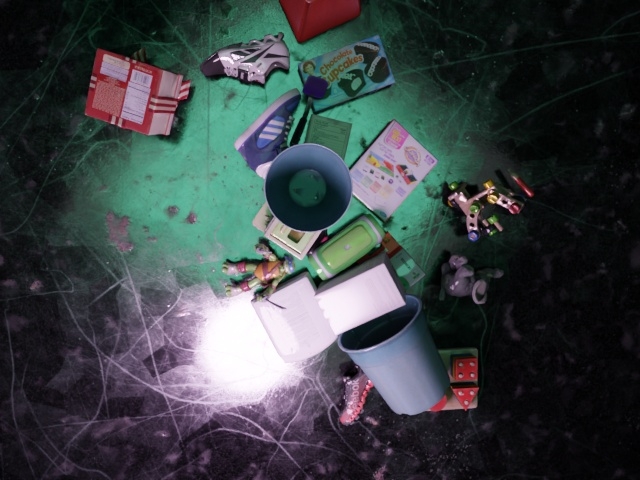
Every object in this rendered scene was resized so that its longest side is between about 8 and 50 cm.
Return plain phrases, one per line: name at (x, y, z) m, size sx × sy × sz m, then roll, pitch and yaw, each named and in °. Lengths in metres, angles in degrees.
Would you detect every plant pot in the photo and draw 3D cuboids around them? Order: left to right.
plant pot at (-0.042, -0.181, 1.637) m, size 0.290 × 0.195 × 0.290 m, roll 0°, pitch 97°, yaw -2°
plant pot at (-0.011, -0.902, 1.653) m, size 0.267 × 0.236 × 0.267 m, roll -25°, pitch 97°, yaw -1°
plant pot at (0.291, 0.431, 1.750) m, size 0.341 × 0.341 × 0.334 m, roll -30°, pitch 103°, yaw -1°

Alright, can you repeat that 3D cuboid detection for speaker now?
speaker at (0.100, 0.026, 1.818) m, size 0.296 × 0.131 × 0.131 m, roll -36°, pitch 98°, yaw 0°

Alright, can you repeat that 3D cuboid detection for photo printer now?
photo printer at (-0.091, 0.310, 1.842) m, size 0.256 × 0.107 × 0.307 m, roll -27°, pitch 98°, yaw -1°

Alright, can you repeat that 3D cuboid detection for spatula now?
spatula at (-0.051, -0.462, 1.700) m, size 0.084 × 0.030 × 0.296 m, roll 18°, pitch 81°, yaw 6°

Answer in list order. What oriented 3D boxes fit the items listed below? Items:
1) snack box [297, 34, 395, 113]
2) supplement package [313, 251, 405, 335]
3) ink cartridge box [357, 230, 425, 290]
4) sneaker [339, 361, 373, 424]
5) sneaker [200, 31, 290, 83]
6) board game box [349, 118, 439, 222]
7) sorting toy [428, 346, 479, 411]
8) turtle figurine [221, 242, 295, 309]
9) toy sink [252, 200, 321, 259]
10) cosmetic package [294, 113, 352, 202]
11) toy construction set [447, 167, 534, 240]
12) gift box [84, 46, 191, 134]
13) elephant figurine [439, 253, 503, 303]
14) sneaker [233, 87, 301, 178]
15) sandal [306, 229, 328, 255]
snack box at (0.096, -0.622, 1.779) m, size 0.322 × 0.060 × 0.187 m, roll -21°, pitch 97°, yaw -2°
supplement package at (0.150, 0.196, 1.783) m, size 0.293 × 0.175 × 0.177 m, roll -26°, pitch 98°, yaw 14°
ink cartridge box at (0.272, 0.104, 1.865) m, size 0.181 × 0.056 × 0.224 m, roll -40°, pitch 100°, yaw 9°
sneaker at (0.130, 0.600, 1.896) m, size 0.135 × 0.097 × 0.276 m, roll 26°, pitch 92°, yaw -7°
sneaker at (-0.266, -0.633, 1.718) m, size 0.331 × 0.122 × 0.146 m, roll -18°, pitch 95°, yaw -2°
board game box at (0.261, -0.266, 1.828) m, size 0.242 × 0.064 × 0.316 m, roll 42°, pitch 92°, yaw -7°
sorting toy at (0.522, 0.576, 1.927) m, size 0.257 × 0.089 × 0.255 m, roll -2°, pitch 96°, yaw -5°
turtle figurine at (-0.241, 0.122, 1.741) m, size 0.266 × 0.274 × 0.198 m, roll -14°, pitch 114°, yaw 17°
toy sink at (-0.127, -0.057, 1.787) m, size 0.234 × 0.131 × 0.153 m, roll 35°, pitch 92°, yaw -7°
cosmetic package at (0.005, -0.299, 1.781) m, size 0.160 × 0.113 × 0.309 m, roll 13°, pitch 94°, yaw -5°
toy construction set at (0.636, -0.177, 1.809) m, size 0.309 × 0.257 × 0.237 m, roll -37°, pitch 85°, yaw -20°
gift box at (-0.615, -0.518, 1.634) m, size 0.255 × 0.258 × 0.276 m, roll 22°, pitch 102°, yaw -6°
elephant figurine at (0.598, 0.172, 1.867) m, size 0.239 × 0.169 × 0.186 m, roll 31°, pitch 122°, yaw -22°
sneaker at (-0.134, -0.370, 1.750) m, size 0.323 × 0.130 × 0.236 m, roll -43°, pitch 95°, yaw 3°
sandal at (0.000, 0.000, 1.806) m, size 0.040 × 0.067 × 0.179 m, roll 35°, pitch 53°, yaw -8°
